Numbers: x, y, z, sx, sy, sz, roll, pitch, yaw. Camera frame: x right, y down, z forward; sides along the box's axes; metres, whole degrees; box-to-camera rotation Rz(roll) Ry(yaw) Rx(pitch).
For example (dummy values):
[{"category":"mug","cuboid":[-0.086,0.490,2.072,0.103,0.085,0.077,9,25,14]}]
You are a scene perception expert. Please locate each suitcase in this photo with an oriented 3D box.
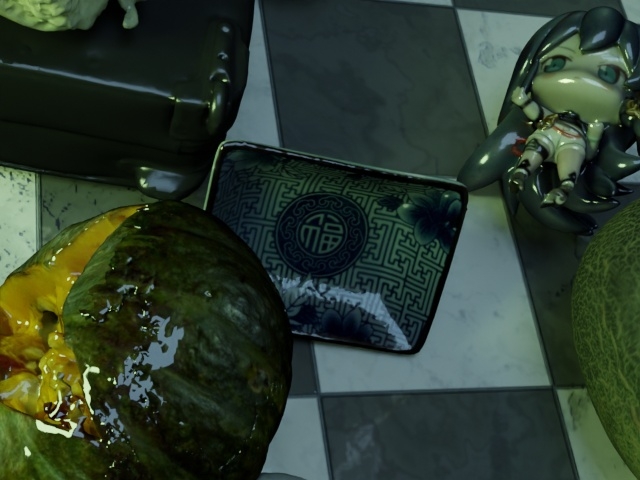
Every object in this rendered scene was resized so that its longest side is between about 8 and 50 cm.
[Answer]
[{"category":"suitcase","cuboid":[-0.240,-0.225,1.003,0.345,0.188,0.339,9,60,-12]}]

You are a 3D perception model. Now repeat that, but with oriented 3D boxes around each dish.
[{"category":"dish","cuboid":[0.000,0.000,0.997,0.243,0.182,0.080,9,20,-15]}]

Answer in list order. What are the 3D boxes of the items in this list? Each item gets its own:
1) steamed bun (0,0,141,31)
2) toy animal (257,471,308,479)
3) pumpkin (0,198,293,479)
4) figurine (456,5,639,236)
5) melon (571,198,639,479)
[{"category":"steamed bun","cuboid":[-0.245,-0.354,0.826,0.273,0.272,0.290,12,50,-11]},{"category":"toy animal","cuboid":[-0.029,0.341,0.753,0.265,0.206,0.271,45,37,-5]},{"category":"pumpkin","cuboid":[-0.164,0.117,0.765,0.192,0.320,0.320,48,51,-27]},{"category":"figurine","cuboid":[0.267,-0.122,1.115,0.175,0.197,0.265,34,76,1]},{"category":"melon","cuboid":[0.369,0.104,0.982,0.248,0.248,0.329,-2,68,-20]}]
